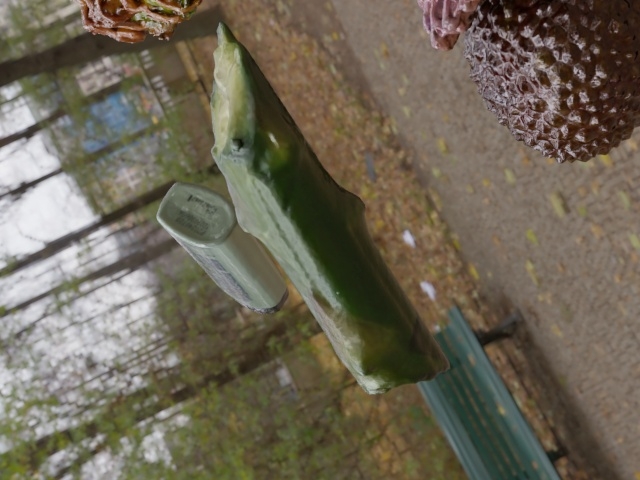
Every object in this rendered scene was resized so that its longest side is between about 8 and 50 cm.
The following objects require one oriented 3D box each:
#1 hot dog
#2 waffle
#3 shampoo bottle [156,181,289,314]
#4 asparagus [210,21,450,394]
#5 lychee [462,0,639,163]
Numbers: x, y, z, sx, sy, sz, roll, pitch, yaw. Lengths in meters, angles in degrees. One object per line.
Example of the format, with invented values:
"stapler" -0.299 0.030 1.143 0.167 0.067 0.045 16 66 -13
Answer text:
"hot dog" -0.172 -0.258 0.903 0.158 0.117 0.349 20 170 -26
"waffle" 0.159 -0.350 1.123 0.221 0.055 0.234 118 156 -54
"shampoo bottle" -0.137 0.018 1.403 0.134 0.078 0.359 24 167 17
"asparagus" -0.001 0.000 0.727 0.082 0.085 0.343 24 151 56
"lychee" 0.318 -0.245 1.219 0.276 0.275 0.304 -125 19 -59
